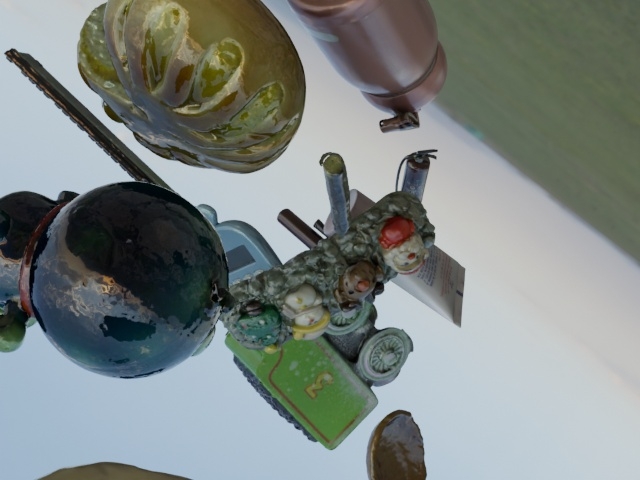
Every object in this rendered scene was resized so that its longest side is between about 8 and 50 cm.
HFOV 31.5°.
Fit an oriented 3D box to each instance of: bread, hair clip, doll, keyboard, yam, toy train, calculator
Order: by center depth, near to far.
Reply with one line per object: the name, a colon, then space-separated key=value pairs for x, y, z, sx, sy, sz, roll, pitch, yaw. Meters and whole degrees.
doll: x=-0.228 y=0.035 z=1.159 sx=0.321 sy=0.199 sz=0.186 roll=7 pitch=157 yaw=22
yam: x=0.019 y=-0.049 z=1.229 sx=0.033 sy=0.027 sz=0.129 roll=53 pitch=166 yaw=27
bread: x=-0.165 y=-0.198 z=1.395 sx=0.333 sy=0.160 sz=0.333 roll=31 pitch=153 yaw=18
keyboard: x=-0.296 y=-0.144 z=1.523 sx=0.309 sy=0.018 sz=0.101 roll=43 pitch=-176 yaw=-2
hair clip: x=0.020 y=0.059 z=1.551 sx=0.091 sy=0.321 sz=0.138 roll=55 pitch=177 yaw=45
toy train: x=-0.006 y=0.171 z=1.863 sx=0.307 sy=0.249 sz=0.173 roll=51 pitch=172 yaw=-34
calculator: x=-0.135 y=0.062 z=1.954 sx=0.042 sy=0.188 sz=0.303 roll=-42 pitch=-76 yaw=-44

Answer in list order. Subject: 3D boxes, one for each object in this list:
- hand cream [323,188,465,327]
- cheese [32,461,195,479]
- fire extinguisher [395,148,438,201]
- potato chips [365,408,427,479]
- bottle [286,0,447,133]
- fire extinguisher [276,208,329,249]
hand cream: x=0.124 y=0.020 z=1.707 sx=0.248 sy=0.083 sz=0.133 roll=36 pitch=-140 yaw=-17
cheese: x=-0.164 y=0.310 z=0.865 sx=0.326 sy=0.115 sz=0.318 roll=22 pitch=-145 yaw=6
fire extinguisher: x=0.164 y=-0.109 z=1.989 sx=0.064 sy=0.158 sz=0.043 roll=2 pitch=-125 yaw=-3
potato chips: x=0.125 y=0.381 z=1.927 sx=0.049 sy=0.150 sz=0.202 roll=8 pitch=137 yaw=43
bottle: x=0.077 y=-0.292 z=1.630 sx=0.297 sy=0.173 sz=0.207 roll=50 pitch=-144 yaw=-54
fire extinguisher: x=0.000 y=0.000 z=1.838 sx=0.173 sy=0.049 sz=0.035 roll=41 pitch=172 yaw=27
